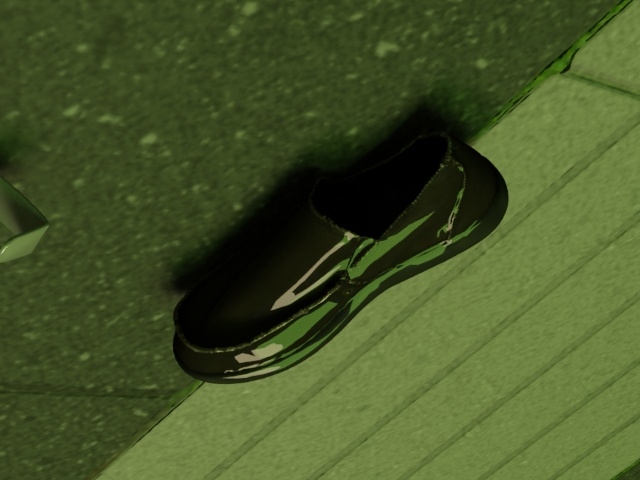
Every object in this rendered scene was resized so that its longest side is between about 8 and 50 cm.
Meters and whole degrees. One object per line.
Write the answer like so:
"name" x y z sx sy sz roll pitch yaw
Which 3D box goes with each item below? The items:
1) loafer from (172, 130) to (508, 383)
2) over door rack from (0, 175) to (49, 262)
"loafer" 0.000 0.000 0.762 0.220 0.080 0.078 -34 137 1
"over door rack" -0.321 0.052 0.588 0.324 0.108 0.239 -8 145 -51
